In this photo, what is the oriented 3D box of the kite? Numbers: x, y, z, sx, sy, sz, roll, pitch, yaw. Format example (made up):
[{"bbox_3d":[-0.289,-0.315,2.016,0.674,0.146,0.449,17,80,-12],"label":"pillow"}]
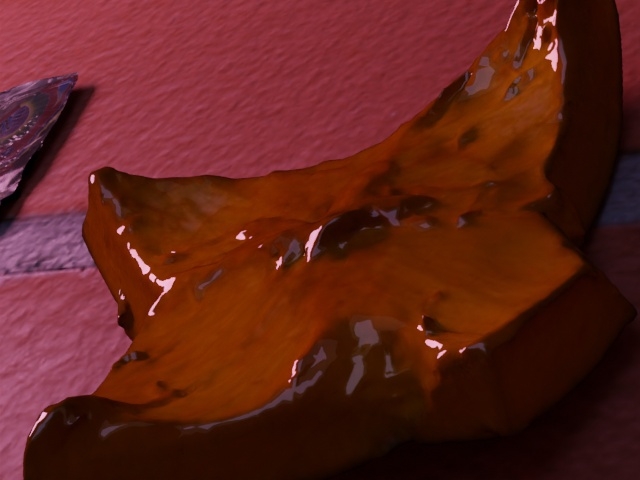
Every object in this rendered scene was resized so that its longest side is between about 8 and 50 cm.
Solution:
[{"bbox_3d":[-0.232,0.004,1.100,0.152,0.015,0.285,-17,34,25],"label":"kite"}]

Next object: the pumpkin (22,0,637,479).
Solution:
[{"bbox_3d":[0.018,0.005,0.833,0.290,0.095,0.258,-21,31,8],"label":"pumpkin"}]
